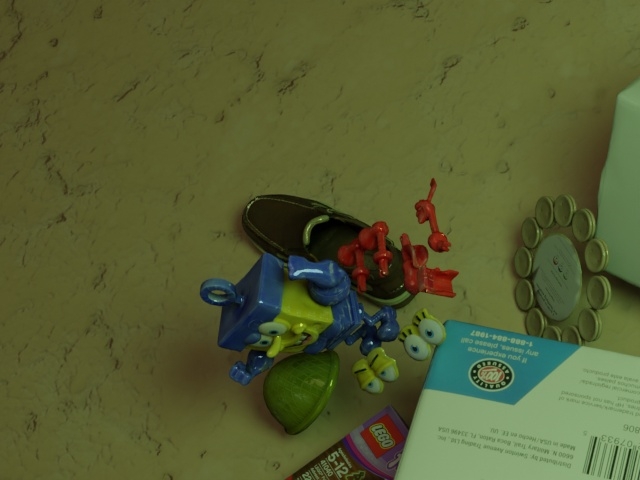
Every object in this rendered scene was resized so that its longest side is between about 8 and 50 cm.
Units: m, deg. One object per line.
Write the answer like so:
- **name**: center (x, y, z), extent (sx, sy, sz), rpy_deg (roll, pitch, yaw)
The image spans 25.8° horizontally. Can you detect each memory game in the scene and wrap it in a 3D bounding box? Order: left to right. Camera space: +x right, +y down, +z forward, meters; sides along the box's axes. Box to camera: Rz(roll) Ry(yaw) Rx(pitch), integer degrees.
- **memory game**: center (0.265, 0.040, 1.542), extent (0.012, 0.186, 0.186), rpy_deg (-2, 56, -24)

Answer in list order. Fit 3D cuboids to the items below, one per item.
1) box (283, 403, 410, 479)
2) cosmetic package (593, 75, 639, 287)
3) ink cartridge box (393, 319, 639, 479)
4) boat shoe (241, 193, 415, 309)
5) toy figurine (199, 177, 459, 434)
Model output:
- **box**: center (0.076, 0.350, 1.511), extent (0.201, 0.057, 0.293), rpy_deg (-36, 57, 0)
- **cosmetic package**: center (0.512, -0.004, 1.393), extent (0.453, 0.230, 0.161), rpy_deg (29, 47, 30)
- **ink cartridge box**: center (0.210, 0.304, 1.359), extent (0.285, 0.166, 0.395), rpy_deg (11, 58, 17)
- **boat shoe**: center (0.004, -0.007, 1.697), extent (0.257, 0.095, 0.095), rpy_deg (21, 74, 29)
- **toy figurine**: center (-0.040, 0.066, 1.505), extent (0.362, 0.217, 0.191), rpy_deg (-43, 42, 50)
